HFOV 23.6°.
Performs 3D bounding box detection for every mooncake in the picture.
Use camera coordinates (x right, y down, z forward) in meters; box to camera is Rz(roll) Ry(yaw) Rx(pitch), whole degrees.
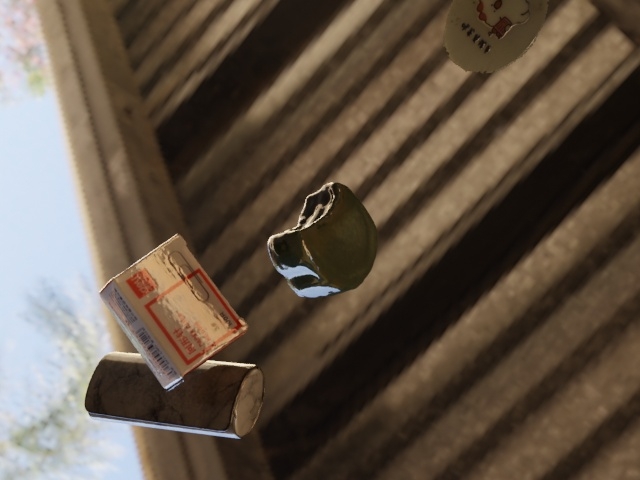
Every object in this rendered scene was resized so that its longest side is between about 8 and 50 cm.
[{"bbox_3d":[0.000,0.000,2.273,0.104,0.175,0.168,-10,-93,42],"label":"mooncake"}]

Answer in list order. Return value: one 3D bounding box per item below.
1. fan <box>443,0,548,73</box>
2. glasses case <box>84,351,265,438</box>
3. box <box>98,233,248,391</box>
[{"bbox_3d":[0.304,-0.384,2.259,0.329,0.009,0.191,-51,-134,16],"label":"fan"},{"bbox_3d":[-0.220,0.228,2.297,0.299,0.060,0.114,1,-117,37],"label":"glasses case"},{"bbox_3d":[-0.211,0.103,2.212,0.133,0.182,0.099,-34,178,-28],"label":"box"}]
